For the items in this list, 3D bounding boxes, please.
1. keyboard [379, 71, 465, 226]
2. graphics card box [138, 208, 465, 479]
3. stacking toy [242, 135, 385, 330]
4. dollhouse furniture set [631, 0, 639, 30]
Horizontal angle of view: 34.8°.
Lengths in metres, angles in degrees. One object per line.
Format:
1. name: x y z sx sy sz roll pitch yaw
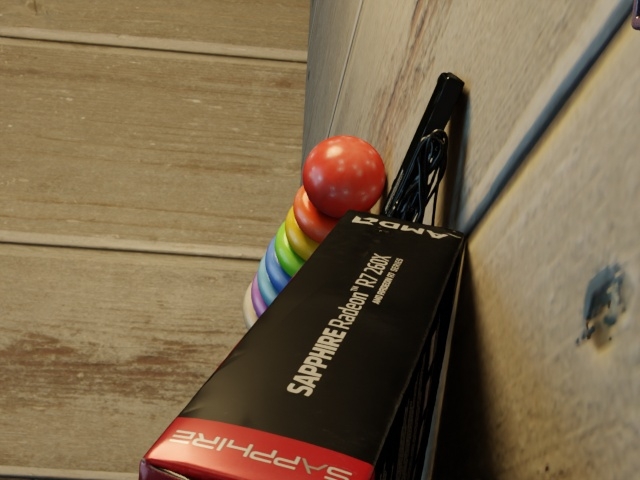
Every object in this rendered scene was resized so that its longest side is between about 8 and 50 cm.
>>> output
1. keyboard: 0.070 -0.028 0.757 0.100 0.038 0.192 -77 9 -75
2. graphics card box: 0.002 0.142 0.566 0.371 0.094 0.232 -49 -32 -67
3. stacking toy: 0.000 0.000 1.190 0.330 0.141 0.141 108 166 -50
4. dollhouse furniture set: 0.095 -0.121 0.337 0.114 0.081 0.091 -113 28 -80
